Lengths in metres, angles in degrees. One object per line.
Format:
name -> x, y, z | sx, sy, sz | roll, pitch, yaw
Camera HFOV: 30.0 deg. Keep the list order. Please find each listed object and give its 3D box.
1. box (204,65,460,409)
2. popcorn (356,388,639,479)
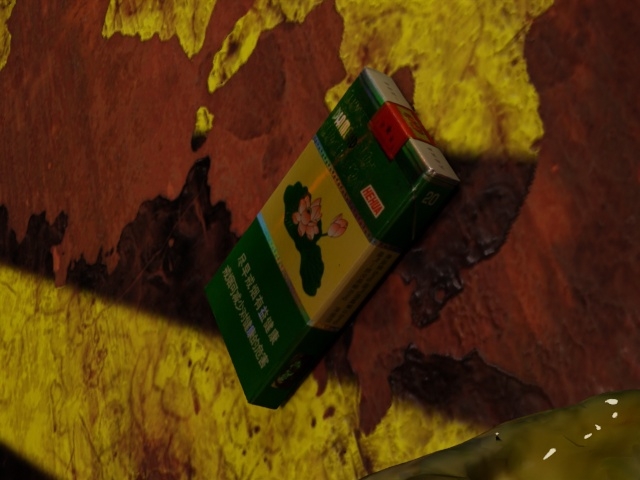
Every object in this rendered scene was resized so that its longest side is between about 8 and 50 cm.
box -> 0.000, 0.000, 0.891 | 0.235, 0.034, 0.132 | -53, 40, 24
popcorn -> 0.095, 0.217, 0.485 | 0.312, 0.312, 0.312 | -25, 57, 45
